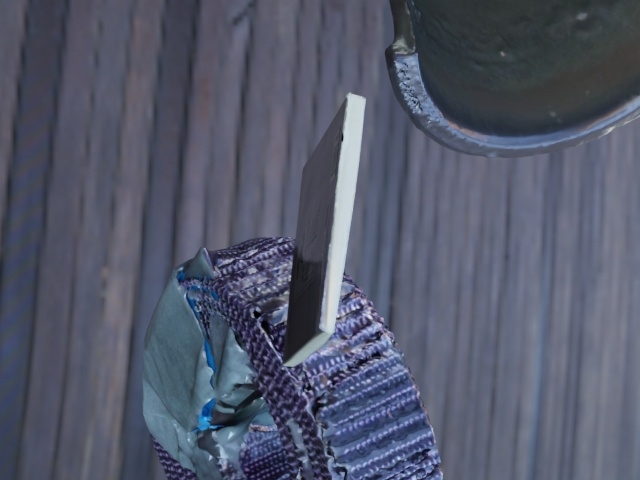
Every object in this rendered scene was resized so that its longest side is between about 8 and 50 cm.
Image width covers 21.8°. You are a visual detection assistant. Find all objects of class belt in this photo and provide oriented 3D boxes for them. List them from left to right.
[{"bbox_3d":[-0.031,0.139,1.249,0.122,0.325,0.260,-26,75,-26],"label":"belt"}]

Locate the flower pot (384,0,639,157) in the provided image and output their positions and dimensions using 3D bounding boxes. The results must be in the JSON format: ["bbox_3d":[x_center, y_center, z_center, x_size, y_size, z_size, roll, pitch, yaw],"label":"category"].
[{"bbox_3d":[0.197,-0.289,1.518,0.379,0.379,0.251,54,4,-48],"label":"flower pot"}]

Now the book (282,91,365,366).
[{"bbox_3d":[0.000,0.000,0.919,0.181,0.014,0.127,126,-29,-77],"label":"book"}]
